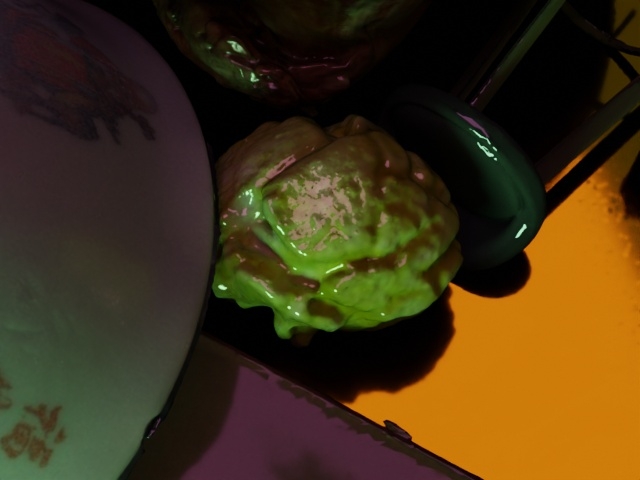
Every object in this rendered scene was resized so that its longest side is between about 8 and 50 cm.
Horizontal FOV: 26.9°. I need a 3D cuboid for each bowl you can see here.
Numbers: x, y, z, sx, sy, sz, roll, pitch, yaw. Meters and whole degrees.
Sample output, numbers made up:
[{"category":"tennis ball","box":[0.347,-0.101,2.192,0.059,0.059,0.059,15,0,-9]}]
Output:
[{"category":"bowl","box":[-0.227,-0.011,0.549,0.346,0.157,0.345,-10,58,16]}]

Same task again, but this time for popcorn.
[{"category":"popcorn","box":[0.000,0.000,0.601,0.121,0.116,0.106,30,52,9]}]

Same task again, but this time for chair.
[{"category":"chair","box":[0.112,-0.093,0.636,0.104,0.095,0.221,34,77,26]}]

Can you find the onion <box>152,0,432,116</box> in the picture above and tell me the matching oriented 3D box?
[{"category":"onion","box":[-0.002,-0.244,0.569,0.354,0.353,0.353,-1,71,4]}]

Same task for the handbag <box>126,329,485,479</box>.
[{"category":"handbag","box":[-0.072,0.173,0.571,0.276,0.084,0.260,28,78,14]}]
